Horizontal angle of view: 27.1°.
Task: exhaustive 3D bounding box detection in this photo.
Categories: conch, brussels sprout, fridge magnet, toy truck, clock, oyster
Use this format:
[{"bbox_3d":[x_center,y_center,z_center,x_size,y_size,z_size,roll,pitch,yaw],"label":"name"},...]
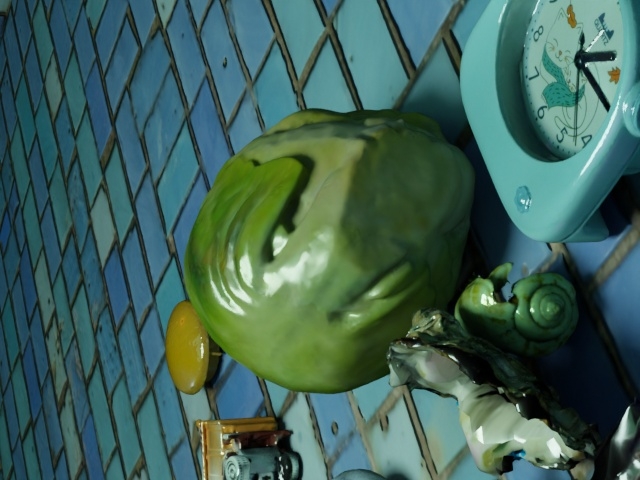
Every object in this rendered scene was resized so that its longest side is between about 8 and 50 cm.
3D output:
[{"bbox_3d":[0.166,0.066,1.224,0.079,0.105,0.170,-57,12,-21],"label":"conch"},{"bbox_3d":[0.000,0.000,1.373,0.344,0.268,0.344,-29,57,58],"label":"brussels sprout"},{"bbox_3d":[-0.193,0.160,1.993,0.143,0.063,0.143,4,95,62],"label":"fridge magnet"},{"bbox_3d":[-0.095,0.367,1.737,0.135,0.114,0.271,-14,77,60],"label":"toy truck"},{"bbox_3d":[0.229,-0.146,1.110,0.274,0.094,0.224,-54,44,47],"label":"clock"},{"bbox_3d":[0.151,0.138,1.182,0.092,0.198,0.260,-52,-8,-16],"label":"oyster"}]

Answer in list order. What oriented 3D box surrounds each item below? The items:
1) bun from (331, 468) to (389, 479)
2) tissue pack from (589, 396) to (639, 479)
[{"bbox_3d":[0.055,0.323,1.471,0.140,0.083,0.141,-3,86,54],"label":"bun"},{"bbox_3d":[0.285,0.305,0.952,0.245,0.123,0.332,-66,31,29],"label":"tissue pack"}]
